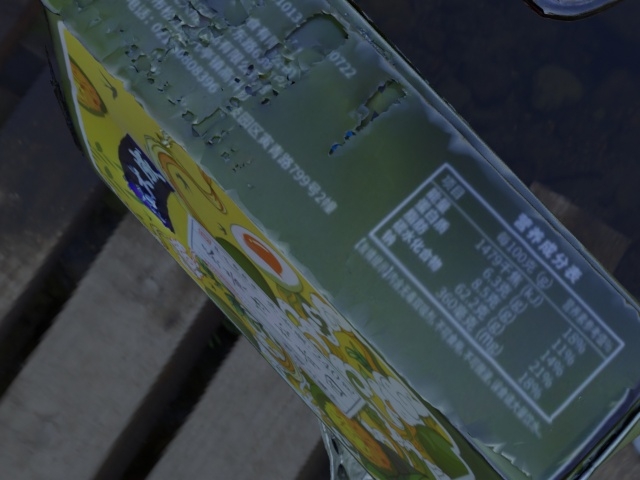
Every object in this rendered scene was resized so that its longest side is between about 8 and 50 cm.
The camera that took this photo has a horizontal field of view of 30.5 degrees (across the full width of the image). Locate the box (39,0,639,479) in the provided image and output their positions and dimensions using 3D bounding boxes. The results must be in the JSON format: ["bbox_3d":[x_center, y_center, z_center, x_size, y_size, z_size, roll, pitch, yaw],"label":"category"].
[{"bbox_3d":[0.000,0.000,0.803,0.138,0.373,0.420,-41,83,-12],"label":"box"}]

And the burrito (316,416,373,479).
[{"bbox_3d":[0.053,0.196,1.255,0.117,0.076,0.392,-10,55,-8],"label":"burrito"}]

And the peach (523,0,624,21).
[{"bbox_3d":[0.227,-0.317,0.967,0.189,0.068,0.279,32,92,-16],"label":"peach"}]
